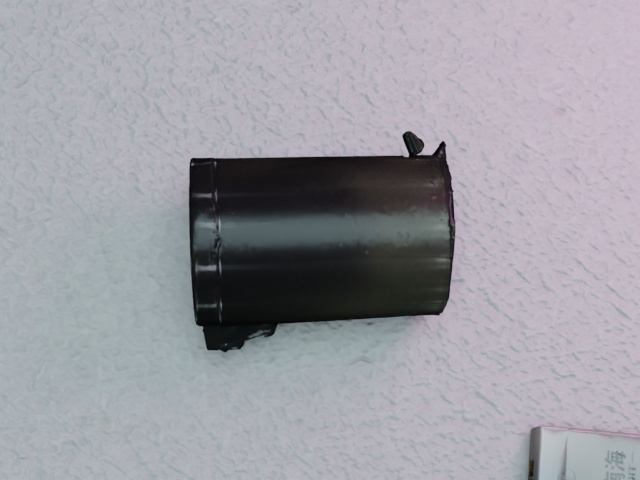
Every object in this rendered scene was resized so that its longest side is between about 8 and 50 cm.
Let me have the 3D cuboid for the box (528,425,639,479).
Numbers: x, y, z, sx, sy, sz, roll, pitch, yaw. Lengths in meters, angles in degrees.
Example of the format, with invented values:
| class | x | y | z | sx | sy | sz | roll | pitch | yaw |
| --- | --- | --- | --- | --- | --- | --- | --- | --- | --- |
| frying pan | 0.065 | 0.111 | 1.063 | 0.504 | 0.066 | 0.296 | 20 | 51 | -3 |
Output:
| class | x | y | z | sx | sy | sz | roll | pitch | yaw |
| --- | --- | --- | --- | --- | --- | --- | --- | --- | --- |
| box | 0.368 | 0.307 | 1.631 | 0.243 | 0.067 | 0.155 | 7 | 76 | 0 |

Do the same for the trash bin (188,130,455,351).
| class | x | y | z | sx | sy | sz | roll | pitch | yaw |
| --- | --- | --- | --- | --- | --- | --- | --- | --- | --- |
| trash bin | 0.000 | 0.000 | 1.621 | 0.302 | 0.203 | 0.252 | -2 | 96 | -3 |
